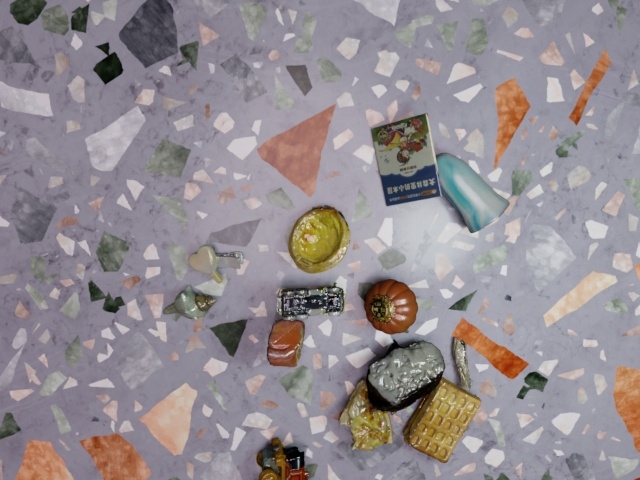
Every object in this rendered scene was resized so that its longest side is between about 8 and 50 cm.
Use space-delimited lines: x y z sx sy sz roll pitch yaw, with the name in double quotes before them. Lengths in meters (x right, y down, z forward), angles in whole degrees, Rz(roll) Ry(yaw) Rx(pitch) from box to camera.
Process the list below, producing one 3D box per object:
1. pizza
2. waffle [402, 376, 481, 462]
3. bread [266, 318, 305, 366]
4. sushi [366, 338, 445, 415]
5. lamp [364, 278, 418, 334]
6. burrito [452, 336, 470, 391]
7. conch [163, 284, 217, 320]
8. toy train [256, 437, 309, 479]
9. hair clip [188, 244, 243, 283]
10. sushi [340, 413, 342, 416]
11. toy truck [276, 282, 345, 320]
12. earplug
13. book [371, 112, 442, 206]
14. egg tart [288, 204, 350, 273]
"pizza" 0.199 0.763 1.739 0.223 0.089 0.323 -29 99 -30
"waffle" 0.522 0.767 1.783 0.224 0.098 0.327 28 94 -6
"bread" -0.135 0.416 1.659 0.123 0.244 0.190 11 62 4
"sushi" 0.337 0.544 1.693 0.349 0.234 0.207 -21 141 -14
"lamp" 0.280 0.265 1.655 0.223 0.196 0.223 -1 89 36
"burrito" 0.606 0.521 1.763 0.063 0.058 0.229 -12 89 -15
"conch" -0.535 0.252 1.682 0.234 0.114 0.137 7 84 3
"toy train" -0.157 1.047 1.775 0.232 0.163 0.369 -1 98 -14
"hair clip" -0.428 0.095 1.687 0.219 0.071 0.159 1 100 3
"sushi" 0.137 0.767 1.795 0.118 0.061 0.060 -15 117 19
"toy truck" -0.047 0.241 1.671 0.272 0.157 0.124 -3 96 -13
"earplug" 0.554 -0.206 1.619 0.185 0.185 0.324 -43 91 4
"book" 0.336 -0.309 1.618 0.228 0.018 0.322 -10 98 28
"egg tart" 0.000 0.000 1.638 0.279 0.095 0.278 -7 72 22
